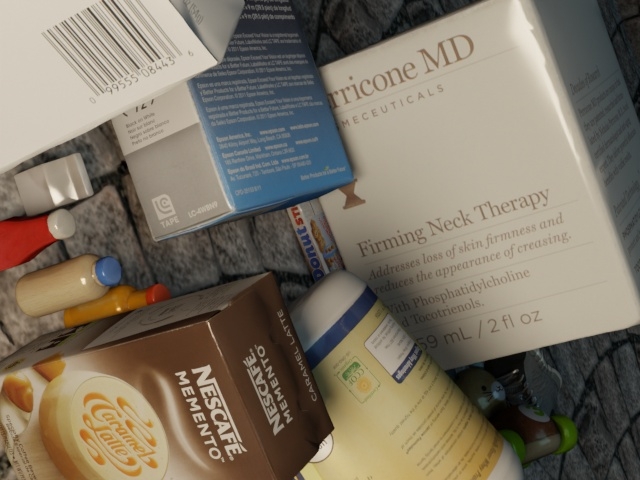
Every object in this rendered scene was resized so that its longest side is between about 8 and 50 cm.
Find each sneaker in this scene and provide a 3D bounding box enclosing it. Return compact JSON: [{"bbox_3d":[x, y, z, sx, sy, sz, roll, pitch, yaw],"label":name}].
[{"bbox_3d":[0.290,0.225,1.711,0.229,0.086,0.132,35,51,-47],"label":"sneaker"}]

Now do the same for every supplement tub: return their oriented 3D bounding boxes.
[{"bbox_3d":[0.043,0.210,1.111,0.316,0.228,0.228,48,34,0],"label":"supplement tub"}]

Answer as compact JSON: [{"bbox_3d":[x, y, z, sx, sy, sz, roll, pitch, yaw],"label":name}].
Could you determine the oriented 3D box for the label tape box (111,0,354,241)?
[{"bbox_3d":[-0.118,-0.192,1.242,0.249,0.115,0.347,-18,87,-59],"label":"label tape box"}]

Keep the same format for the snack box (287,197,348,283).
[{"bbox_3d":[0.000,0.000,1.418,0.064,0.022,0.178,-33,103,-59],"label":"snack box"}]

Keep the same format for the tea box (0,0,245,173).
[{"bbox_3d":[-0.224,-0.225,0.853,0.220,0.329,0.323,52,31,-30],"label":"tea box"}]

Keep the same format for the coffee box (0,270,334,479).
[{"bbox_3d":[-0.132,0.129,0.935,0.098,0.247,0.141,-37,107,-57],"label":"coffee box"}]

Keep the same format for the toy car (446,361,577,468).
[{"bbox_3d":[0.221,0.213,1.569,0.155,0.149,0.188,-4,67,-48],"label":"toy car"}]

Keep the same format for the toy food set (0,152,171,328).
[{"bbox_3d":[-0.221,-0.025,1.005,0.111,0.105,0.232,-22,95,-58],"label":"toy food set"}]

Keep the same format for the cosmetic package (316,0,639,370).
[{"bbox_3d":[0.209,-0.089,1.481,0.327,0.329,0.393,-35,105,-61],"label":"cosmetic package"}]
